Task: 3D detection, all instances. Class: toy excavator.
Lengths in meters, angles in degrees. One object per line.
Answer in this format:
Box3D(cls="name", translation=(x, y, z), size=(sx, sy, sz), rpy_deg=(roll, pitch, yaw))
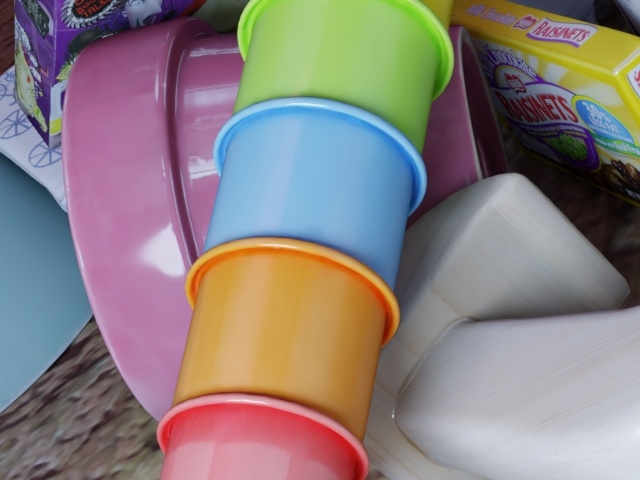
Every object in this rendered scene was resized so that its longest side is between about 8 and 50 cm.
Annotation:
Box3D(cls="toy excavator", translation=(0.196, -0.014, 0.467), size=(0.445, 0.222, 0.433), rpy_deg=(-42, 21, 8))

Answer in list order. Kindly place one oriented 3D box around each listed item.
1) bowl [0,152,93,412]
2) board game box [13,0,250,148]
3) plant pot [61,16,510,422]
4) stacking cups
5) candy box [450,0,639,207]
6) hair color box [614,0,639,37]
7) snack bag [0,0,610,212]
Box3D(cls="bowl", translation=(-0.309, 0.025, 1.119), size=(0.311, 0.163, 0.311), rpy_deg=(-30, 25, 15))
Box3D(cls="board game box", translation=(-0.002, -0.186, 0.843), size=(0.347, 0.056, 0.208), rpy_deg=(-28, -24, -23))
Box3D(cls="plant pot", translation=(-0.003, -0.022, 0.767), size=(0.180, 0.201, 0.201), rpy_deg=(-13, 29, 13))
Box3D(cls="stacking cups", translation=(0.000, 0.000, 0.597), size=(0.096, 0.096, 0.316), rpy_deg=(-18, 49, 36))
Box3D(cls="candy box", translation=(0.124, -0.064, 0.754), size=(0.027, 0.105, 0.206), rpy_deg=(-39, 23, -6))
Box3D(cls="hair color box", translation=(0.137, -0.192, 0.669), size=(0.110, 0.185, 0.339), rpy_deg=(-31, -14, 10))
Box3D(cls="snack bag", translation=(-0.040, -0.114, 1.010), size=(0.323, 0.037, 0.342), rpy_deg=(-41, 44, -13))
